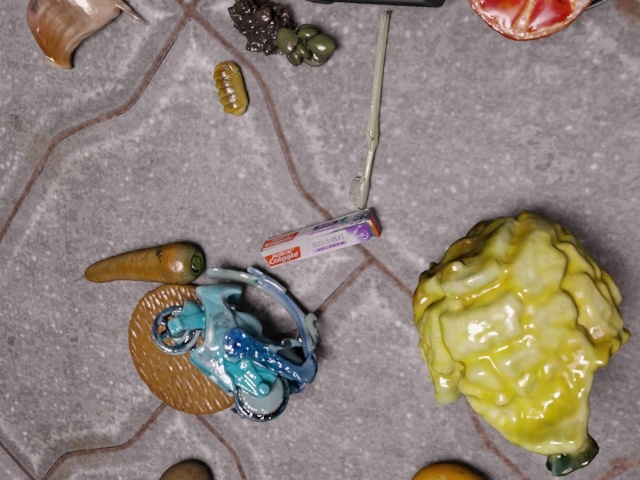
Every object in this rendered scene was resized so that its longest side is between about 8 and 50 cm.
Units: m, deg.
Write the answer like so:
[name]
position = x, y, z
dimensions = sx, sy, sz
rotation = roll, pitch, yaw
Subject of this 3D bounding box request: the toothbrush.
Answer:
[toothbrush]
position = 0.079, -0.189, 0.816
dimensions = 0.028, 0.026, 0.294
rotation = 20, 110, 30

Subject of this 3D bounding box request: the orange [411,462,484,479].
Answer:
[orange]
position = 0.207, 0.436, 0.866
dimensions = 0.155, 0.134, 0.154
rotation = 2, 96, 20

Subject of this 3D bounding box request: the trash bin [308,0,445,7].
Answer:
[trash bin]
position = 0.054, -0.399, 0.707
dimensions = 0.236, 0.101, 0.176
rotation = 19, 112, 29

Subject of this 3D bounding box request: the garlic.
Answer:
[garlic]
position = -0.400, -0.381, 0.916
dimensions = 0.198, 0.090, 0.128
rotation = -20, 111, 16

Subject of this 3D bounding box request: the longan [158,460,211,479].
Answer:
[longan]
position = -0.263, 0.486, 1.065
dimensions = 0.114, 0.092, 0.113
rotation = 0, 92, -4

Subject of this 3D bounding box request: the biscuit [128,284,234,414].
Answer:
[biscuit]
position = -0.244, 0.202, 1.017
dimensions = 0.262, 0.037, 0.261
rotation = 5, 104, 19

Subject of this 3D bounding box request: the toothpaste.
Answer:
[toothpaste]
position = 0.000, 0.000, 0.874
dimensions = 0.196, 0.040, 0.047
rotation = -16, 122, 22

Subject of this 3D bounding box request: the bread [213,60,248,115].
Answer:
[bread]
position = -0.146, -0.244, 0.878
dimensions = 0.049, 0.034, 0.087
rotation = -8, 101, 27

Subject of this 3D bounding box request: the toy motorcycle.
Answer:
[toy motorcycle]
position = -0.124, 0.157, 0.892
dimensions = 0.260, 0.206, 0.154
rotation = 39, 156, 5

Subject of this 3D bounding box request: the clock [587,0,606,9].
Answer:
[clock]
position = 0.290, -0.417, 0.671
dimensions = 0.281, 0.055, 0.280
rotation = 4, 104, 18

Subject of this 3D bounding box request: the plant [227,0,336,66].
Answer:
[plant]
position = -0.058, -0.308, 0.808
dimensions = 0.174, 0.085, 0.087
rotation = 29, 83, 6

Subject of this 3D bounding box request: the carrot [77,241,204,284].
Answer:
[carrot]
position = -0.348, 0.051, 1.004
dimensions = 0.298, 0.078, 0.078
rotation = -7, 100, 25

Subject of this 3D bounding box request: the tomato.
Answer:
[tomato]
position = 0.250, -0.311, 0.643
dimensions = 0.156, 0.069, 0.155
rotation = 3, 101, 17

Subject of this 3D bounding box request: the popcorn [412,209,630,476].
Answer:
[popcorn]
position = 0.241, 0.103, 0.719
dimensions = 0.237, 0.293, 0.293
rotation = 41, 112, -1
